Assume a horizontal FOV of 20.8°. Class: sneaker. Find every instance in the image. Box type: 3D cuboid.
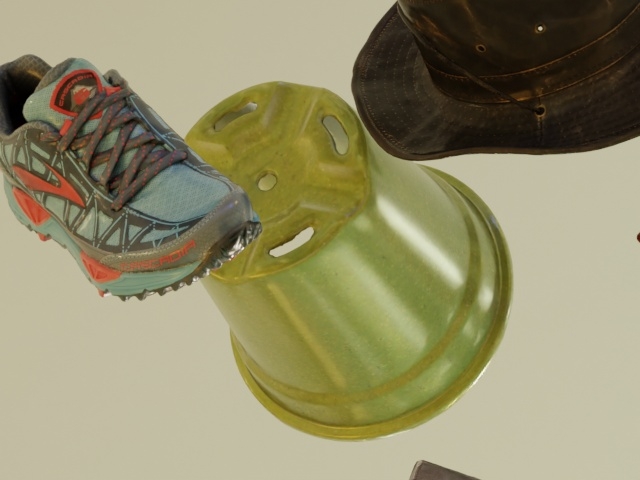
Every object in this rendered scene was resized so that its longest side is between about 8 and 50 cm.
[{"bbox_3d":[-0.144,-0.050,1.109,0.104,0.262,0.125,-38,-53,-26],"label":"sneaker"}]

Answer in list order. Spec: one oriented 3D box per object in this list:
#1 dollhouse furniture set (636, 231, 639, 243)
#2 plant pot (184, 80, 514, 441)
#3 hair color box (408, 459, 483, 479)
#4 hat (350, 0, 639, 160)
[{"bbox_3d":[0.340,-0.082,1.496,0.201,0.374,0.152,15,-63,-36],"label":"dollhouse furniture set"},{"bbox_3d":[0.000,0.000,1.489,0.276,0.276,0.254,-35,-34,3],"label":"plant pot"},{"bbox_3d":[0.173,0.232,0.730,0.347,0.174,0.105,18,-52,8],"label":"hair color box"},{"bbox_3d":[0.159,-0.204,1.326,0.331,0.331,0.134,-29,-53,-3],"label":"hat"}]
